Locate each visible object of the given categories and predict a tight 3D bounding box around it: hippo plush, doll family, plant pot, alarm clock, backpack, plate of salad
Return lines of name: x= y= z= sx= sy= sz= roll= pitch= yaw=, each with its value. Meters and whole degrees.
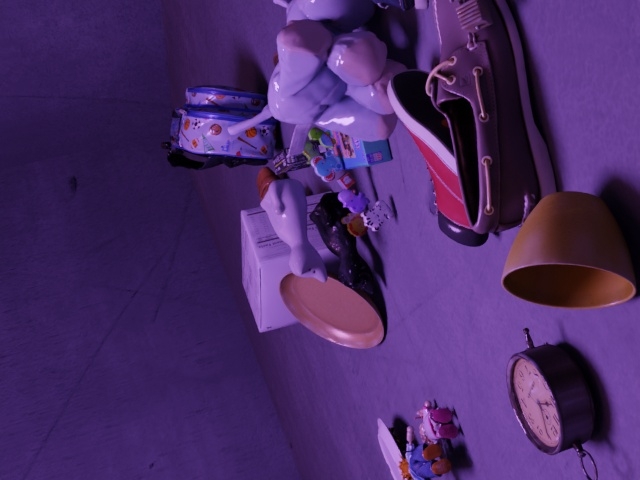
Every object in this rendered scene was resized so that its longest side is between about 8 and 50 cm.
hippo plush: x=0.028 y=-0.293 z=1.501 sx=0.294 sy=0.234 sz=0.236 roll=131 pitch=156 yaw=-56
doll family: x=0.189 y=0.415 z=1.654 sx=0.163 sy=0.118 sz=0.262 roll=114 pitch=139 yaw=-68
plant pot: x=0.260 y=0.006 z=0.994 sx=0.134 sy=0.134 sz=0.095 roll=113 pitch=167 yaw=-68
plant pot: x=0.027 y=0.131 z=1.922 sx=0.236 sy=0.032 sz=0.236 roll=23 pitch=147 yaw=16
alarm clock: x=0.292 y=0.209 z=1.166 sx=0.129 sy=0.064 sz=0.192 roll=94 pitch=159 yaw=-52
backpack: x=-0.223 y=-0.271 z=2.320 sx=0.263 sy=0.277 sz=0.213 roll=-141 pitch=52 yaw=-62
plate of salad: x=0.166 y=0.447 z=1.926 sx=0.200 sy=0.048 sz=0.199 roll=157 pitch=90 yaw=-83

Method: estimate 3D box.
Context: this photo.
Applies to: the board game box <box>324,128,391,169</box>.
board game box: x=0.054 y=-0.207 z=1.685 sx=0.210 sy=0.047 sz=0.160 roll=-171 pitch=67 yaw=-75

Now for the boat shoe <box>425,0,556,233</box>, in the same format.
boat shoe: x=0.183 y=-0.169 z=1.128 sx=0.116 sy=0.097 sz=0.324 roll=159 pitch=96 yaw=-76

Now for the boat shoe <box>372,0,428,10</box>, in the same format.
boat shoe: x=0.095 y=-0.333 z=1.184 sx=0.254 sy=0.079 sz=0.095 roll=-80 pitch=-9 yaw=-62

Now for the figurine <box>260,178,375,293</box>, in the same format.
figurine: x=0.000 y=0.000 z=1.783 sx=0.092 sy=0.215 sz=0.209 roll=-42 pitch=53 yaw=31

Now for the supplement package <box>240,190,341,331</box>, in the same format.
supplement package: x=-0.053 y=0.049 z=2.036 sx=0.261 sy=0.204 sz=0.145 roll=95 pitch=158 yaw=-53

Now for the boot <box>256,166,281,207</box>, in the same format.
boot: x=-0.091 y=-0.094 z=2.290 sx=0.283 sy=0.109 sz=0.220 roll=86 pitch=168 yaw=-61

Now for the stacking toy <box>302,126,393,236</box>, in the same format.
stacking toy: x=0.031 y=-0.103 z=1.711 sx=0.221 sy=0.052 sz=0.167 roll=52 pitch=169 yaw=-6

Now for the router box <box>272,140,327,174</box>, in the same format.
router box: x=-0.044 y=-0.174 z=2.002 sx=0.122 sy=0.092 sz=0.038 roll=160 pitch=95 yaw=-75

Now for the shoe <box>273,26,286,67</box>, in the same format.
shoe: x=-0.048 y=-0.373 z=1.913 sx=0.076 sy=0.058 sz=0.219 roll=53 pitch=167 yaw=6

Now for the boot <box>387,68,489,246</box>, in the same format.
boot: x=0.160 y=-0.109 z=1.312 sx=0.176 sy=0.088 sz=0.244 roll=89 pitch=157 yaw=-48

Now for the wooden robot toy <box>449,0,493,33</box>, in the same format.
wooden robot toy: x=0.146 y=-0.321 z=1.060 sx=0.076 sy=0.079 sz=0.173 roll=-2 pitch=89 yaw=38
